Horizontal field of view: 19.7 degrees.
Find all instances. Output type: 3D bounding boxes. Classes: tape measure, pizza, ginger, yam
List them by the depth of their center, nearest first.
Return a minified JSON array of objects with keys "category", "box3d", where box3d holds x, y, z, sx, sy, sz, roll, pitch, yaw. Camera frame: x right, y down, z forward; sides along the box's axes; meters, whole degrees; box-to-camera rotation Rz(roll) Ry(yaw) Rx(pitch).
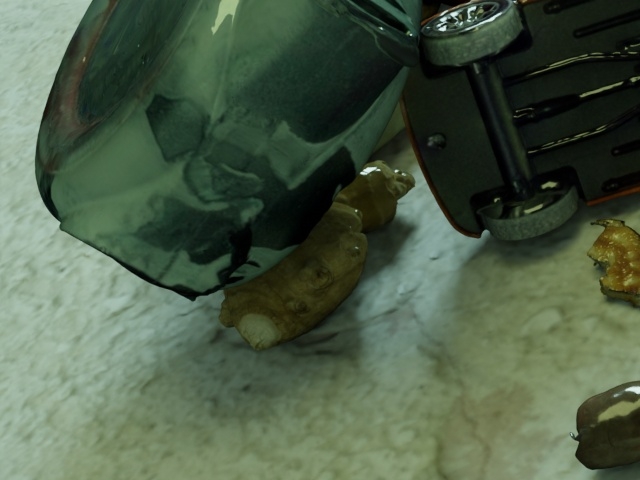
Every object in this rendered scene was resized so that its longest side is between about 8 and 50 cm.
[{"category":"yam","box3d":[0.251,0.068,0.905,0.264,0.046,0.046,-14,34,14]},{"category":"pizza","box3d":[0.174,0.013,1.061,0.037,0.016,0.083,-21,37,4]},{"category":"tape measure","box3d":[-0.052,-0.092,1.082,0.256,0.147,0.275,-49,25,21]},{"category":"ginger","box3d":[0.004,-0.001,1.139,0.165,0.067,0.096,-44,15,-27]}]

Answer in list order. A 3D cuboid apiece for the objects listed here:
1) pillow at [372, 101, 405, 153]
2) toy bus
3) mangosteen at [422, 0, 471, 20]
[{"category":"pillow","box3d":[-0.013,-0.087,1.268,0.181,0.078,0.134,-41,43,-24]},{"category":"toy bus","box3d":[0.213,-0.118,1.110,0.329,0.143,0.153,-18,20,12]},{"category":"mangosteen","box3d":[0.084,-0.239,1.367,0.181,0.156,0.146,-14,66,47]}]
